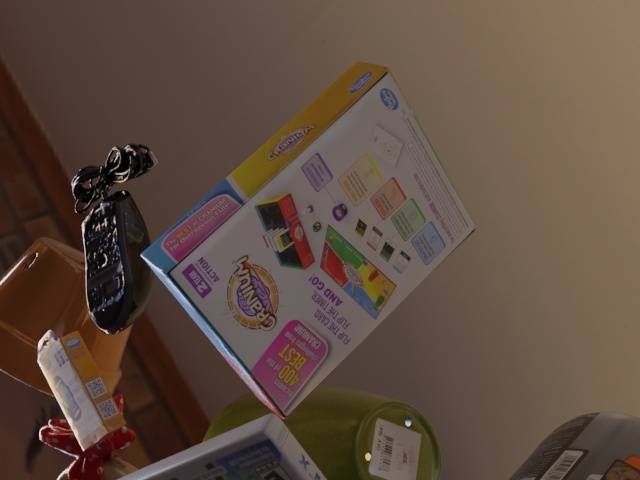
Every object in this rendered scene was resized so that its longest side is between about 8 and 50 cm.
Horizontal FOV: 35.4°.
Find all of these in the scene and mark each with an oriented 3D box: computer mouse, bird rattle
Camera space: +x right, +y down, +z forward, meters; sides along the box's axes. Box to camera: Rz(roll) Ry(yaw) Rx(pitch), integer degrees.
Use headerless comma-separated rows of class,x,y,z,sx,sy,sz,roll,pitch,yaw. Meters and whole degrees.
computer mouse,-0.290,0.006,1.482,0.188,0.072,0.272,-19,-110,42
bird rattle,-0.269,0.336,1.275,0.253,0.143,0.207,36,-68,-2

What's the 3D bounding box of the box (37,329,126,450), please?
box,-0.277,0.165,1.142,0.081,0.028,0.136,-37,-103,48

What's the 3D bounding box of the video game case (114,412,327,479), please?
video game case,-0.091,0.351,1.047,0.329,0.036,0.300,-28,-73,27

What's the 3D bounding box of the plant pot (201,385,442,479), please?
plant pot,0.019,0.310,1.352,0.293,0.275,0.274,-29,-93,53

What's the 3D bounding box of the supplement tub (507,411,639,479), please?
supplement tub,0.219,0.314,0.894,0.207,0.338,0.207,18,-58,33

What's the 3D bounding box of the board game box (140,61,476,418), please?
board game box,0.000,0.000,1.083,0.064,0.316,0.242,27,-24,53

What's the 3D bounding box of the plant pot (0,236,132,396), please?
plant pot,-0.444,0.128,1.727,0.291,0.291,0.203,30,-90,26
